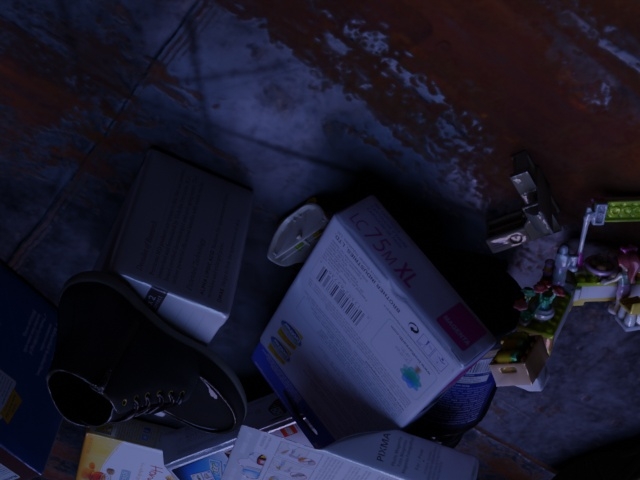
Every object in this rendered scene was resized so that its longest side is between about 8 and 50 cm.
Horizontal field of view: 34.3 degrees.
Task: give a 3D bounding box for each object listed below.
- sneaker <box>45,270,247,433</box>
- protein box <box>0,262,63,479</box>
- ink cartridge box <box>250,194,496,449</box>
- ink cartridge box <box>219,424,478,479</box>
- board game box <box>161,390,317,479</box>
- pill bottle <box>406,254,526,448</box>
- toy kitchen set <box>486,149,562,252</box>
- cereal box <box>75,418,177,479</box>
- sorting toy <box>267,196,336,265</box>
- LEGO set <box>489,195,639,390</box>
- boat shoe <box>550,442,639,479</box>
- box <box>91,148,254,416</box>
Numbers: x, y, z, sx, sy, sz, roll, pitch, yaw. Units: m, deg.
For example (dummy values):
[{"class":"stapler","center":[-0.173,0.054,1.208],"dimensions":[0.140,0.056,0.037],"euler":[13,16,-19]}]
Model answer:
[{"class":"sneaker","center":[-0.155,0.137,0.913],"dimensions":[0.083,0.118,0.222],"euler":[-29,125,28]},{"class":"protein box","center":[-0.393,0.144,1.146],"dimensions":[0.136,0.200,0.201],"euler":[-24,125,27]},{"class":"ink cartridge box","center":[0.038,0.113,1.064],"dimensions":[0.186,0.065,0.311],"euler":[51,143,15]},{"class":"ink cartridge box","center":[0.023,0.242,1.077],"dimensions":[0.232,0.066,0.189],"euler":[23,145,1]},{"class":"board game box","center":[-0.046,0.308,1.303],"dimensions":[0.193,0.053,0.305],"euler":[-21,134,6]},{"class":"pill bottle","center":[0.135,0.131,1.114],"dimensions":[0.122,0.123,0.219],"euler":[11,133,-2]},{"class":"toy kitchen set","center":[0.184,-0.025,0.999],"dimensions":[0.075,0.068,0.083],"euler":[-20,127,24]},{"class":"cereal box","center":[-0.202,0.320,1.386],"dimensions":[0.240,0.047,0.173],"euler":[15,130,-6]},{"class":"sorting toy","center":[0.000,0.000,1.070],"dimensions":[0.083,0.045,0.075],"euler":[-34,129,30]},{"class":"LEGO set","center":[0.259,0.034,0.977],"dimensions":[0.287,0.132,0.107],"euler":[-15,128,-25]},{"class":"boat shoe","center":[0.383,0.293,1.259],"dimensions":[0.223,0.080,0.073],"euler":[-30,121,23]},{"class":"box","center":[-0.163,0.042,1.032],"dimensions":[0.119,0.182,0.181],"euler":[23,131,-14]}]
